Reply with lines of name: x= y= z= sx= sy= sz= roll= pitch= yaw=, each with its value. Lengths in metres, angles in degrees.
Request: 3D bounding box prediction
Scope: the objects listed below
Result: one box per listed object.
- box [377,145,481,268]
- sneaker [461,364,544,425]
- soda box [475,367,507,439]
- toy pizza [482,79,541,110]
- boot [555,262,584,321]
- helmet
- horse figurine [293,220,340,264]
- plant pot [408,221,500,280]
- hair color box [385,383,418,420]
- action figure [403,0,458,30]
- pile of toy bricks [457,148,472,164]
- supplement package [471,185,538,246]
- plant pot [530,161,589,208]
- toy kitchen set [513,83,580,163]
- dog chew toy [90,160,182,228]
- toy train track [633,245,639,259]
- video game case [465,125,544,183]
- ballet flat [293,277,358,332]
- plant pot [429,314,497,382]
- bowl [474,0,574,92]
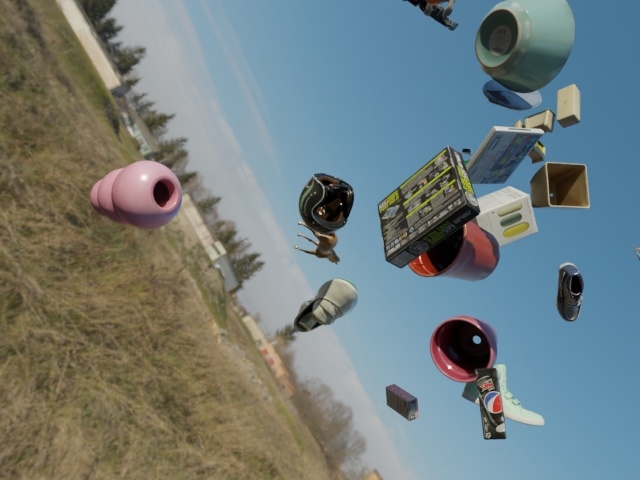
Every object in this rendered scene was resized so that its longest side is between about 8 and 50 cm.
box: x=0.269 y=-0.084 z=1.310 sx=0.060 sy=0.270 sz=0.216 roll=27 pitch=40 yaw=-29
sneaker: x=0.597 y=0.481 z=1.606 sx=0.256 sy=0.151 sz=0.094 roll=19 pitch=-7 yaw=27
soda box: x=0.426 y=0.407 z=1.259 sx=0.060 sy=0.053 sz=0.168 roll=40 pitch=44 yaw=-61
toy pizza: x=0.661 y=-0.502 z=1.748 sx=0.201 sy=0.201 sz=0.032 roll=51 pitch=-28 yaw=35
boot: x=0.728 y=0.165 z=1.465 sx=0.086 sy=0.069 sz=0.189 roll=-62 pitch=141 yaw=-69
helmet: x=0.012 y=-0.106 z=1.525 sx=0.169 sy=0.170 sz=0.161 roll=46 pitch=-55 yaw=47
horse figurine: x=0.000 y=0.000 z=1.766 sx=0.175 sy=0.066 sz=0.263 roll=25 pitch=-32 yaw=6
plant pot: x=0.493 y=0.027 z=1.828 sx=0.265 sy=0.272 sz=0.272 roll=17 pitch=17 yaw=-36
hair color box: x=0.352 y=0.699 z=2.181 sx=0.167 sy=0.054 sz=0.093 roll=17 pitch=-65 yaw=62
action figure: x=0.371 y=-0.843 z=1.667 sx=0.342 sy=0.178 sz=0.330 roll=25 pitch=29 yaw=-20
pile of toy bricks: x=0.649 y=-0.313 z=2.126 sx=0.105 sy=0.118 sz=0.212 roll=18 pitch=-2 yaw=-44
supplement package: x=0.846 y=-0.105 z=2.399 sx=0.198 sy=0.263 sz=0.199 roll=-109 pitch=177 yaw=-72
plant pot: x=0.579 y=-0.124 z=1.242 sx=0.096 sy=0.109 sz=0.109 roll=138 pitch=-47 yaw=-75
toy kitchen set: x=0.729 y=-0.356 z=1.581 sx=0.166 sy=0.122 sz=0.207 roll=32 pitch=-30 yaw=-32
dog chew toy: x=-0.587 y=-0.137 z=1.561 sx=0.332 sy=0.206 sz=0.206 roll=1 pitch=-51 yaw=34
toy train track: x=0.930 y=0.041 z=1.464 sx=0.048 sy=0.014 sz=0.083 roll=64 pitch=26 yaw=-11
video game case: x=0.510 y=-0.238 z=1.438 sx=0.023 sy=0.184 sz=0.201 roll=67 pitch=-33 yaw=34
ballet flat: x=0.008 y=0.247 z=1.745 sx=0.139 sy=0.139 sz=0.400 roll=58 pitch=-29 yaw=6
plant pot: x=0.474 y=0.329 z=1.603 sx=0.180 sy=0.201 sz=0.201 roll=-7 pitch=57 yaw=-55
bowl: x=0.611 y=-0.631 z=1.591 sx=0.312 sy=0.163 sz=0.311 roll=18 pitch=-69 yaw=60
